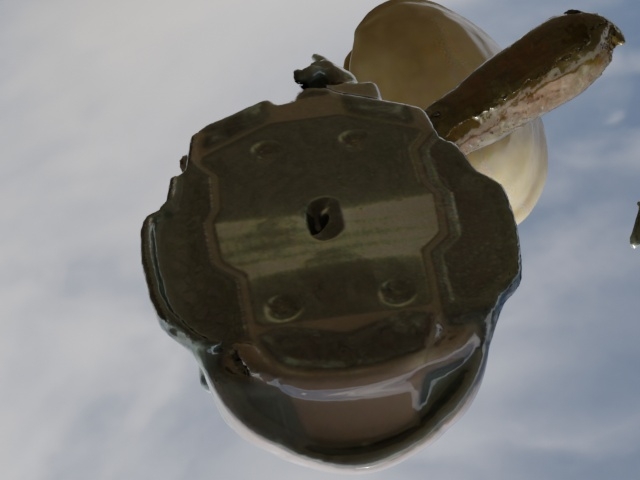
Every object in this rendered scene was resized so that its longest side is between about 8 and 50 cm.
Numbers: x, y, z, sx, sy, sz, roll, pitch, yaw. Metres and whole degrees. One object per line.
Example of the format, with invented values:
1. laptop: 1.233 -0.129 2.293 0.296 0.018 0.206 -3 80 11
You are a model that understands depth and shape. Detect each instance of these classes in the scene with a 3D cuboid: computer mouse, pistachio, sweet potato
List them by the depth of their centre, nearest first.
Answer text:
1. computer mouse: 0.000 0.006 0.746 0.199 0.115 0.389 -3 -146 -4
2. sweet potato: 0.140 -0.112 1.110 0.273 0.075 0.075 -35 -149 -3
3. pistachio: 0.150 -0.148 1.586 0.238 0.321 0.229 -28 168 -22

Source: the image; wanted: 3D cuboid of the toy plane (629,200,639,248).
1. toy plane: 0.312 0.042 0.950 0.192 0.088 0.262 7 -118 31
